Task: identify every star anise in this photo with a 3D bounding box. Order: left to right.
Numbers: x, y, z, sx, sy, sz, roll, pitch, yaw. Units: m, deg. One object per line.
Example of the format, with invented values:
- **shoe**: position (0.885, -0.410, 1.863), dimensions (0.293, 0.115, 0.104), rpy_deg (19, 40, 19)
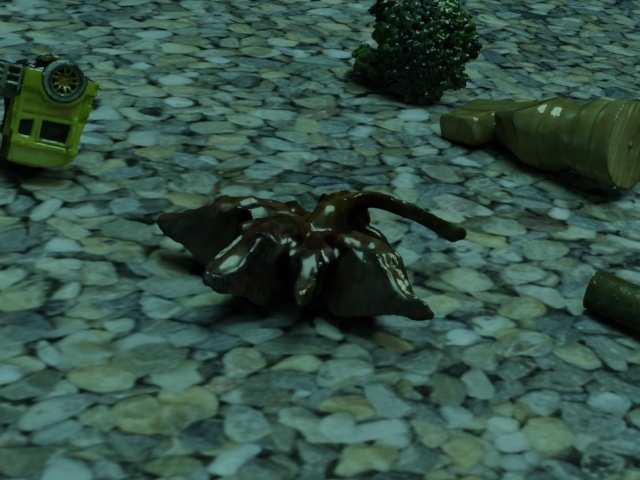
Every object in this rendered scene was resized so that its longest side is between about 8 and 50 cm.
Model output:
- **star anise**: position (0.000, 0.002, 1.469), dimensions (0.349, 0.109, 0.292), rpy_deg (9, 29, -6)

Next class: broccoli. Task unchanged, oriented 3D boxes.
- **broccoli**: position (0.151, -0.292, 2.195), dimensions (0.198, 0.177, 0.275), rpy_deg (-24, -5, 1)

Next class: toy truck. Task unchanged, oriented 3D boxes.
- **toy truck**: position (-0.404, -0.155, 1.588), dimensions (0.272, 0.157, 0.124), rpy_deg (10, 7, -21)

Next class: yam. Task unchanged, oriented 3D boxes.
- **yam**: position (0.354, 0.077, 1.525), dimensions (0.132, 0.054, 0.054), rpy_deg (26, 28, 33)

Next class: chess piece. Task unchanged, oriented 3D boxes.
- **chess piece**: position (0.314, -0.156, 1.963), dimensions (0.301, 0.137, 0.137), rpy_deg (15, 21, 40)
